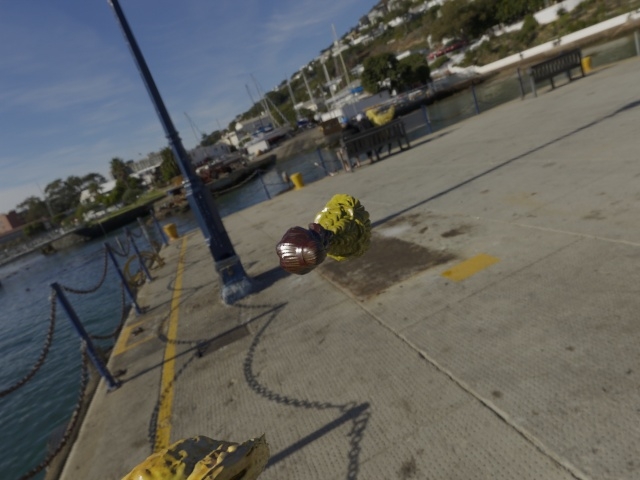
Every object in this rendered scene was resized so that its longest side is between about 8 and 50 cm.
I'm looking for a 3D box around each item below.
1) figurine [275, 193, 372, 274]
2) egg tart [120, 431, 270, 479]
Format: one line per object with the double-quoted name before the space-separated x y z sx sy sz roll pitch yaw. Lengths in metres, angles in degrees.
"figurine" -0.004 0.000 1.110 0.167 0.188 0.315 22 24 25
"egg tart" -0.205 0.365 0.588 0.319 0.128 0.319 -42 -16 -15
